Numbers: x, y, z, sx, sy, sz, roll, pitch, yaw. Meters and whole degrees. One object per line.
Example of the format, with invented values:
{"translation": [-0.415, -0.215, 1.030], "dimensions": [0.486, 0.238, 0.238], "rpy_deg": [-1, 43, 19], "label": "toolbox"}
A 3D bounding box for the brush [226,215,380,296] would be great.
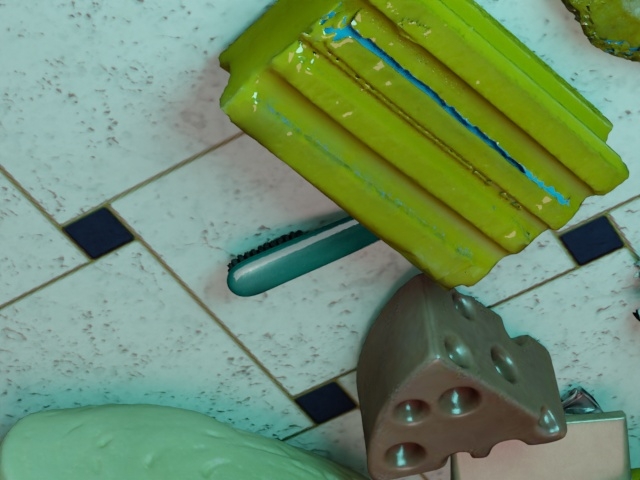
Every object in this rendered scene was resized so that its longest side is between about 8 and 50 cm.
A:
{"translation": [0.000, 0.000, 1.570], "dimensions": [0.193, 0.032, 0.043], "rpy_deg": [-24, 127, 0], "label": "brush"}

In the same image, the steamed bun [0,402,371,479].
{"translation": [-0.141, 0.379, 1.724], "dimensions": [0.456, 0.290, 0.371], "rpy_deg": [11, 127, -18], "label": "steamed bun"}

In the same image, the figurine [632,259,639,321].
{"translation": [0.385, 0.022, 1.580], "dimensions": [0.137, 0.112, 0.229], "rpy_deg": [14, 140, -25], "label": "figurine"}

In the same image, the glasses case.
{"translation": [0.227, 0.205, 1.769], "dimensions": [0.194, 0.070, 0.102], "rpy_deg": [-6, 106, 2], "label": "glasses case"}

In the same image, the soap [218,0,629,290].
{"translation": [0.086, -0.108, 1.428], "dimensions": [0.204, 0.096, 0.324], "rpy_deg": [-37, 126, 25], "label": "soap"}

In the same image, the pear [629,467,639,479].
{"translation": [0.341, 0.378, 1.800], "dimensions": [0.285, 0.336, 0.285], "rpy_deg": [-12, 111, -32], "label": "pear"}

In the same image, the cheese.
{"translation": [0.109, 0.151, 1.661], "dimensions": [0.177, 0.128, 0.203], "rpy_deg": [-36, 131, 27], "label": "cheese"}

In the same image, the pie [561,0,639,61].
{"translation": [0.318, -0.238, 1.353], "dimensions": [0.273, 0.069, 0.273], "rpy_deg": [-1, 136, -1], "label": "pie"}
